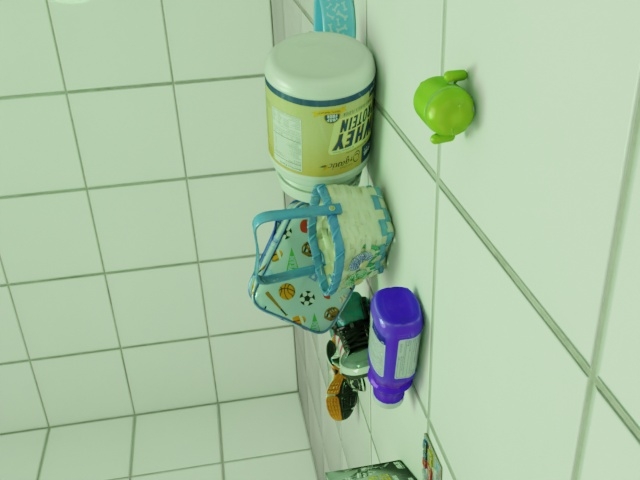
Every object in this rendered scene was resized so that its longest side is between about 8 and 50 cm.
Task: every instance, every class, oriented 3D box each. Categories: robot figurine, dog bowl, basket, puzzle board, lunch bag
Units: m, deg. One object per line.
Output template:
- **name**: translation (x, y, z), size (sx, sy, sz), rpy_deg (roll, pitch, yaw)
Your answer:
- **robot figurine**: translation (0.166, -0.181, 0.980), size (0.115, 0.067, 0.101), rpy_deg (-111, 28, -61)
- **dog bowl**: translation (0.029, -0.465, 1.743), size (0.297, 0.074, 0.166), rpy_deg (92, 169, -46)
- **basket**: translation (0.000, 0.000, 1.540), size (0.254, 0.289, 0.201), rpy_deg (95, 166, -59)
- **puzzle board**: translation (0.213, 0.452, 1.405), size (0.096, 0.011, 0.128), rpy_deg (-110, 15, -61)
- **lunch bag**: translation (-0.028, 0.053, 1.733), size (0.303, 0.243, 0.115), rpy_deg (-64, 11, 2)

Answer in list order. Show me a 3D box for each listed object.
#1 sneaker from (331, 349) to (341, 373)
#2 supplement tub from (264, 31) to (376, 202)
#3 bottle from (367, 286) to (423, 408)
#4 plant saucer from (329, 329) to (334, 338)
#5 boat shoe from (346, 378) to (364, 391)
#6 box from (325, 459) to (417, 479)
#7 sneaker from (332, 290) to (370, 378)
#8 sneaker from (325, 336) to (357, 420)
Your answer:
- **sneaker**: translation (0.068, 0.327, 2.122), size (0.190, 0.083, 0.071), rpy_deg (-111, 14, -66)
- **supplement tub**: translation (-0.002, -0.258, 1.564), size (0.228, 0.228, 0.316), rpy_deg (-104, 10, -45)
- **bottle**: translation (0.141, 0.221, 1.426), size (0.118, 0.092, 0.282), rpy_deg (-104, 10, -48)
- **plant saucer**: translation (0.042, 0.266, 2.517), size (0.067, 0.018, 0.192), rpy_deg (-105, 12, -48)
- **boat shoe**: translation (0.101, 0.413, 2.112), size (0.125, 0.038, 0.046), rpy_deg (-157, 60, -82)
- **box**: translation (0.116, 0.544, 1.568), size (0.231, 0.183, 0.056), rpy_deg (174, 90, -83)
- **sneaker**: translation (0.082, 0.221, 1.806), size (0.295, 0.124, 0.178), rpy_deg (-134, 28, -80)
- **sneaker**: translation (0.063, 0.424, 2.265), size (0.121, 0.099, 0.262), rpy_deg (83, -172, -88)
